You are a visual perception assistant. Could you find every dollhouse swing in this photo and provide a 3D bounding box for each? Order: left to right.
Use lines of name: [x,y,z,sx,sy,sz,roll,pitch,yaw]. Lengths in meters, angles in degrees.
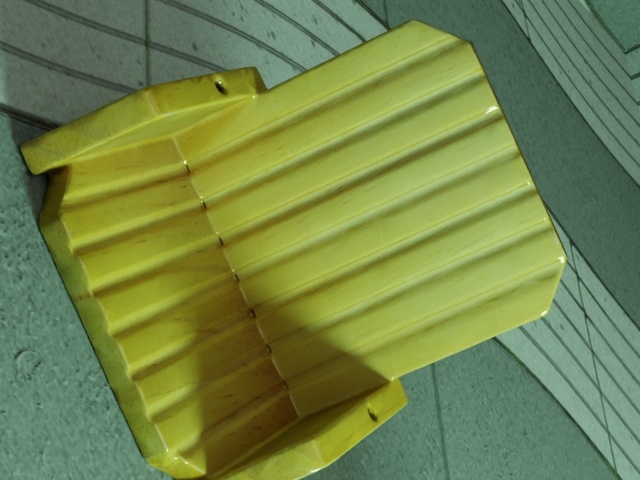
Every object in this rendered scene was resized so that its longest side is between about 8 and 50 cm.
dollhouse swing: [0.000,0.000,1.287,0.315,0.305,0.347,-24,90,-64]
